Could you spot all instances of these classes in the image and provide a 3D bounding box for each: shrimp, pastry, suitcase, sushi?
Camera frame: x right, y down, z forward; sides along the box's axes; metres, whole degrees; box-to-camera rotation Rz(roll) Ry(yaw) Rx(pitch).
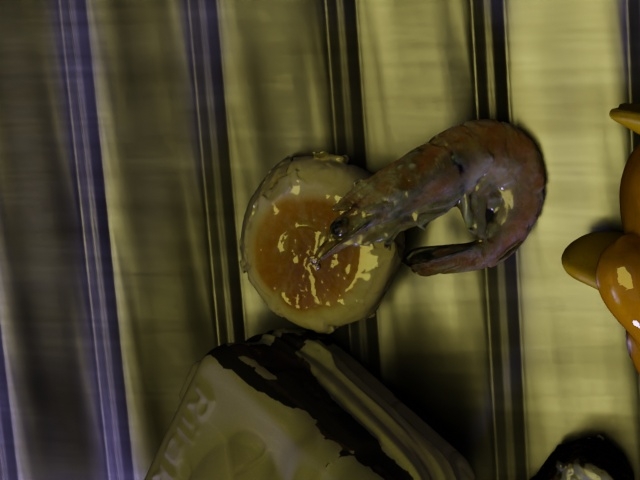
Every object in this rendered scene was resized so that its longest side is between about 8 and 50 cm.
[{"bbox_3d":[0.095,-0.018,1.351,0.223,0.047,0.126,-29,102,-11],"label":"shrimp"},{"bbox_3d":[0.000,0.000,1.419,0.166,0.088,0.166,3,99,19],"label":"pastry"},{"bbox_3d":[-0.022,0.286,1.388,0.339,0.194,0.351,40,115,35],"label":"suitcase"},{"bbox_3d":[0.213,0.244,1.401,0.090,0.078,0.150,35,111,3],"label":"sushi"}]

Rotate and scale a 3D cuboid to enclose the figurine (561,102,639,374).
[{"bbox_3d":[0.300,0.006,1.261,0.215,0.215,0.228,29,124,12],"label":"figurine"}]
